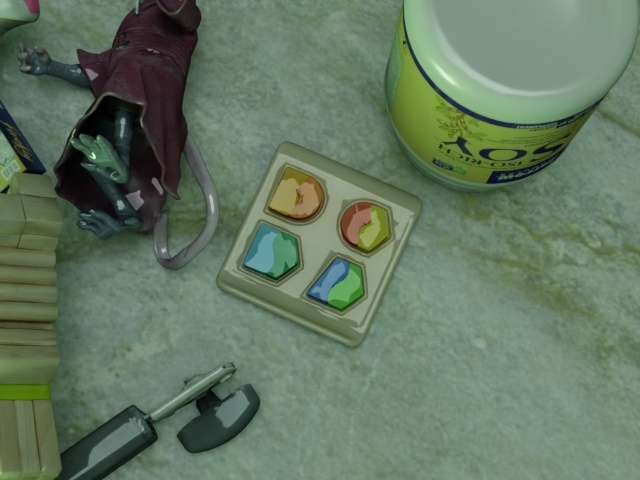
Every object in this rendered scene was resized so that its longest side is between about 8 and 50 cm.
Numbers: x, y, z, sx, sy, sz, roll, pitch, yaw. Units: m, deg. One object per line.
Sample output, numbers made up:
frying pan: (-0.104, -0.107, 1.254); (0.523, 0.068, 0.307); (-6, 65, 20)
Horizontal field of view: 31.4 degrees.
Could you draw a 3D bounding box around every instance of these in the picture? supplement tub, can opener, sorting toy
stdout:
supplement tub: (0.197, -0.198, 1.279); (0.241, 0.331, 0.241); (1, 75, -2)
can opener: (-0.200, 0.236, 1.284); (0.283, 0.076, 0.095); (-35, 79, -9)
sorting toy: (0.000, 0.000, 1.371); (0.193, 0.038, 0.208); (24, 76, 4)

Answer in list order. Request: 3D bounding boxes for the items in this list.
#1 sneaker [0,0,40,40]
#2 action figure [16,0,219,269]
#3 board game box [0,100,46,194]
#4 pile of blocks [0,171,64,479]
sneaker: (-0.437, -0.228, 1.364); (0.252, 0.103, 0.111); (-16, 90, 24)
action figure: (-0.191, -0.198, 1.337); (0.276, 0.248, 0.370); (33, 46, -27)
board game box: (-0.453, -0.072, 1.316); (0.243, 0.042, 0.165); (-38, 79, 16)
pile of blocks: (-0.352, 0.105, 1.215); (0.112, 0.149, 0.362); (6, 75, -31)
